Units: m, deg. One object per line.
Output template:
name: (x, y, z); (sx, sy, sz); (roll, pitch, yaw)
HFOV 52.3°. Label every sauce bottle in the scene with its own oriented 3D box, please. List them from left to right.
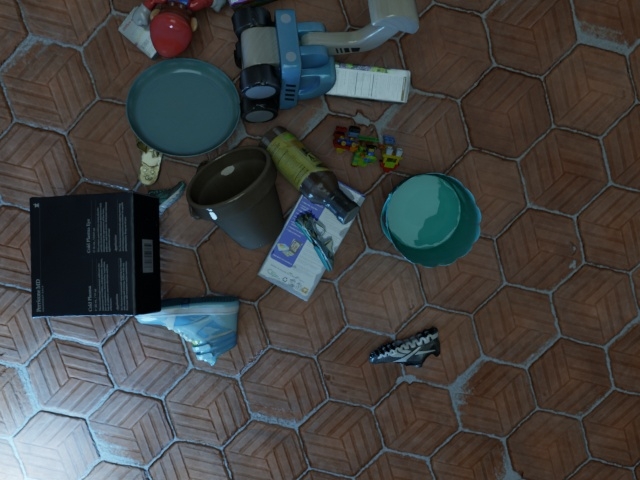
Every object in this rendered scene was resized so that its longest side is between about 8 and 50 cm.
sauce bottle: (-0.030, -0.182, 1.854); (0.344, 0.111, 0.111); (45, 97, 15)

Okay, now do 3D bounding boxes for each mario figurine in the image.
mario figurine: (-0.392, -0.650, 1.812); (0.198, 0.170, 0.321); (4, 75, 33)

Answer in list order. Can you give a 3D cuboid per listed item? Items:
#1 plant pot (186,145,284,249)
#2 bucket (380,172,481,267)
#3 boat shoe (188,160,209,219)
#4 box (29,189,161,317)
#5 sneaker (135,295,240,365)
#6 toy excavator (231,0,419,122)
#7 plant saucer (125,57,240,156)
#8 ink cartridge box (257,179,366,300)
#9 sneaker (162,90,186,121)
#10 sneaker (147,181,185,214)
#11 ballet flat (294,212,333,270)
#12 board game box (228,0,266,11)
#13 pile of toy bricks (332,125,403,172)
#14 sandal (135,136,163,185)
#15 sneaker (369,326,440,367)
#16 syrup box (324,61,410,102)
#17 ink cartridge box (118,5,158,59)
plant pot: (-0.215, -0.105, 1.864); (0.263, 0.263, 0.229); (-27, 129, 4)
bucket: (0.313, -0.069, 1.902); (0.281, 0.183, 0.281); (0, 100, 0)
boat shoe: (-0.360, -0.147, 1.939); (0.064, 0.060, 0.178); (13, 100, -3)
box: (-0.635, 0.042, 1.855); (0.312, 0.179, 0.343); (-2, 88, 9)
sneaker: (-0.402, 0.283, 1.984); (0.318, 0.127, 0.208); (-2, 99, 0)
toy excavator: (-0.001, -0.505, 1.714); (0.445, 0.433, 0.222); (-7, 78, -8)
plant saucer: (-0.386, -0.371, 1.848); (0.317, 0.044, 0.318); (2, 70, -6)
ink cartridge box: (-0.027, -0.017, 1.966); (0.175, 0.069, 0.371); (29, 101, -5)
sneaker: (-0.413, -0.361, 1.893); (0.063, 0.075, 0.170); (-30, 99, 4)
sneaker: (-0.478, -0.128, 1.943); (0.166, 0.065, 0.076); (-40, 93, 4)
ballet flat: (0.000, 0.000, 1.911); (0.070, 0.070, 0.188); (-33, 102, 5)
board game box: (-0.133, -0.744, 1.795); (0.275, 0.144, 0.142); (-18, 100, 3)
pile of toy bricks: (0.124, -0.258, 1.919); (0.212, 0.118, 0.105); (6, 129, -18)
sandal: (-0.499, -0.278, 1.904); (0.088, 0.079, 0.240); (7, 100, -2)
sneaker: (0.270, 0.357, 2.030); (0.234, 0.078, 0.106); (-20, 97, 1)
syrup box: (0.133, -0.452, 1.876); (0.236, 0.093, 0.096); (5, 100, -2)
ink cartridge box: (-0.500, -0.592, 1.863); (0.122, 0.052, 0.088); (41, 96, -9)
